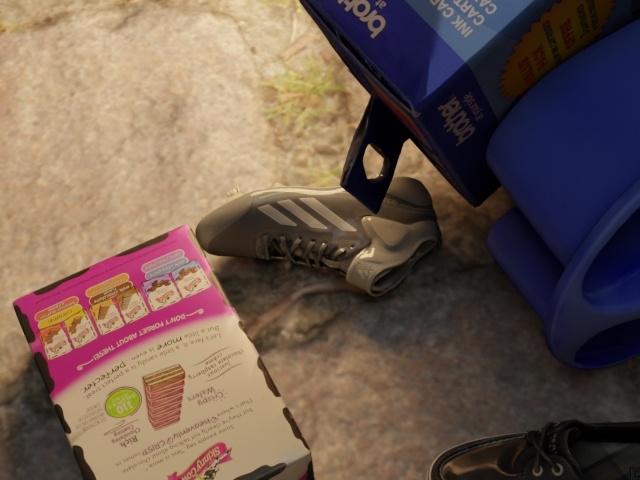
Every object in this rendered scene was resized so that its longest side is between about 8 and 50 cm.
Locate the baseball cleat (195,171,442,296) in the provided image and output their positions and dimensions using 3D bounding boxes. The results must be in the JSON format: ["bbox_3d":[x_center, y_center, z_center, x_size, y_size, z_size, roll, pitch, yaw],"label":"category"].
[{"bbox_3d":[0.000,0.000,0.967,0.206,0.072,0.109,-12,57,-2],"label":"baseball cleat"}]

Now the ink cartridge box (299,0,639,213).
[{"bbox_3d":[0.153,-0.190,0.877,0.395,0.270,0.151,-41,70,6],"label":"ink cartridge box"}]

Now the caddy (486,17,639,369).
[{"bbox_3d":[0.287,-0.040,0.873,0.341,0.241,0.179,-30,54,-13],"label":"caddy"}]

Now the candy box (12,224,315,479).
[{"bbox_3d":[-0.125,0.120,0.901,0.159,0.071,0.233,-24,59,-11],"label":"candy box"}]

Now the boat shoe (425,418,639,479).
[{"bbox_3d":[0.186,0.163,0.829,0.229,0.076,0.080,0,47,17],"label":"boat shoe"}]
